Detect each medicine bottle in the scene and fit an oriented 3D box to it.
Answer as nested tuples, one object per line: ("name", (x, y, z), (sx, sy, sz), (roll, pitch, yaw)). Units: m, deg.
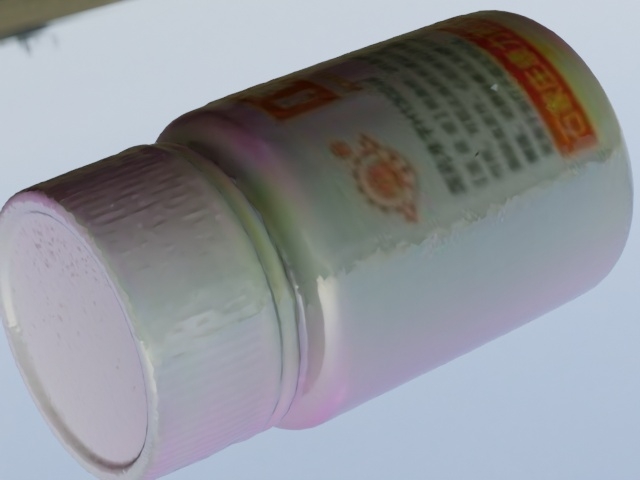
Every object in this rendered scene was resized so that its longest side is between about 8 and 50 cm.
("medicine bottle", (0.000, 0.000, 1.205), (0.388, 0.219, 0.219), (-24, -158, -31))
